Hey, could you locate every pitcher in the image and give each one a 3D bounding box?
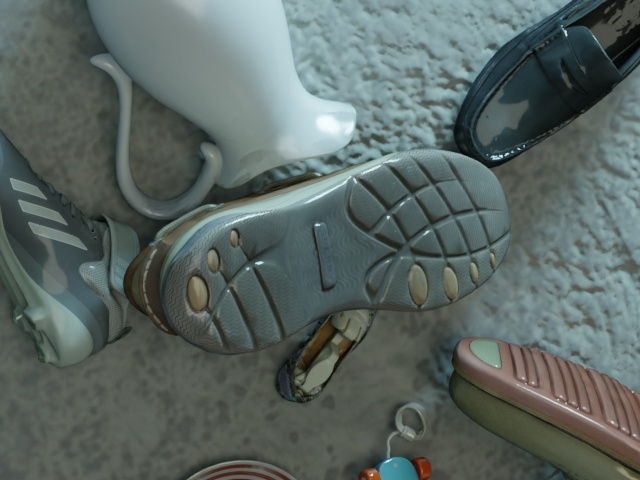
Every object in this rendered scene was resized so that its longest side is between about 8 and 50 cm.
[{"bbox_3d":[-0.098,-0.124,1.366,0.177,0.125,0.207,-31,118,4],"label":"pitcher"}]

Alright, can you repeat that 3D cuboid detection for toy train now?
[{"bbox_3d":[0.100,0.210,1.510,0.166,0.046,0.125,40,58,-9],"label":"toy train"}]

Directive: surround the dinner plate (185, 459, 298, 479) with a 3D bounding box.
[{"bbox_3d":[-0.065,0.234,1.471,0.141,0.017,0.141,-3,99,-17],"label":"dinner plate"}]

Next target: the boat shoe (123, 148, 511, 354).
[{"bbox_3d":[0.000,0.000,1.407,0.324,0.116,0.123,-10,99,-38],"label":"boat shoe"}]

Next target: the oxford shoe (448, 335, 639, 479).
[{"bbox_3d":[0.250,0.217,1.488,0.397,0.140,0.146,33,106,-3],"label":"oxford shoe"}]

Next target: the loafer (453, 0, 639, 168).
[{"bbox_3d":[0.193,-0.139,1.470,0.223,0.078,0.076,-42,107,-8],"label":"loafer"}]

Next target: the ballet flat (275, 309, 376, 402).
[{"bbox_3d":[0.012,0.077,1.462,0.041,0.041,0.114,39,85,-19],"label":"ballet flat"}]

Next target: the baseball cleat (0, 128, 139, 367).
[{"bbox_3d":[-0.195,-0.016,1.377,0.109,0.072,0.206,-28,108,-29],"label":"baseball cleat"}]
